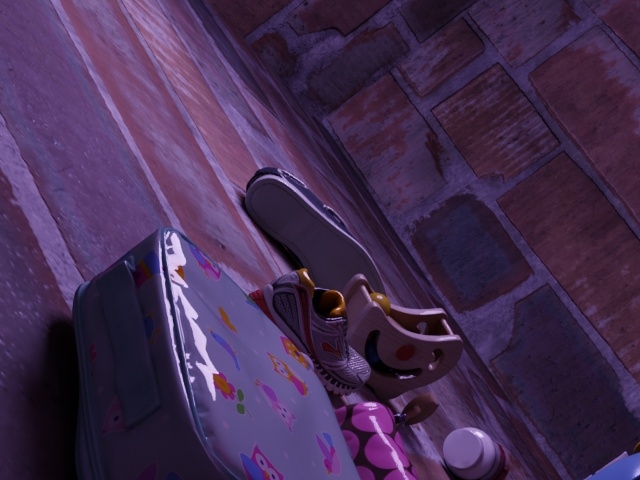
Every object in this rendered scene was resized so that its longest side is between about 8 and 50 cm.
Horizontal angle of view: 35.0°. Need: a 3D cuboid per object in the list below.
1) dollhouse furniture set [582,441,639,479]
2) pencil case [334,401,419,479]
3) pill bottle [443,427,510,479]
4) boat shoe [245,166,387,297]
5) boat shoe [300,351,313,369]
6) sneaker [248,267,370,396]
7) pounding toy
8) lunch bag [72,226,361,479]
[{"bbox_3d":[0.407,0.440,1.444,0.286,0.303,0.198,52,9,-15],"label":"dollhouse furniture set"},{"bbox_3d":[0.071,0.264,1.058,0.209,0.095,0.098,-111,-177,-54],"label":"pencil case"},{"bbox_3d":[0.257,0.359,1.687,0.086,0.086,0.152,59,10,32],"label":"pill bottle"},{"bbox_3d":[0.000,0.000,1.629,0.303,0.114,0.091,52,14,-17],"label":"boat shoe"},{"bbox_3d":[-0.040,0.138,1.146,0.100,0.035,0.035,51,35,-44],"label":"boat shoe"},{"bbox_3d":[0.007,0.117,1.262,0.225,0.092,0.088,47,11,-43],"label":"sneaker"},{"bbox_3d":[0.132,0.175,1.509,0.269,0.154,0.155,46,11,-39],"label":"pounding toy"},{"bbox_3d":[-0.077,0.127,0.715,0.224,0.108,0.279,45,11,-34],"label":"lunch bag"}]
